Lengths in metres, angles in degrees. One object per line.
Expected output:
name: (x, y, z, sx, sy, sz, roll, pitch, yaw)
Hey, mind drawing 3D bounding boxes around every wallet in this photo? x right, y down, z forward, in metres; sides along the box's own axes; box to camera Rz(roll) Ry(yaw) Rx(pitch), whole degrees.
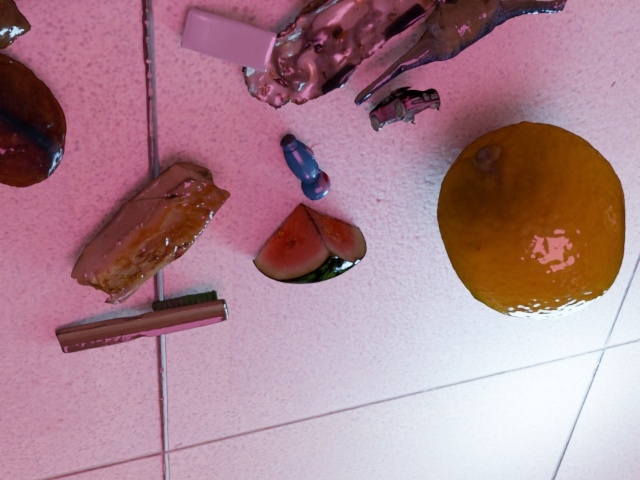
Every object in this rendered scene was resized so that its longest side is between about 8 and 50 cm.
wallet: (-0.124, -0.271, 1.373, 0.122, 0.025, 0.061, 16, 127, -7)

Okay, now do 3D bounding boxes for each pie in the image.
pie: (-0.263, -0.008, 1.552, 0.282, 0.068, 0.128, -44, 133, 18)

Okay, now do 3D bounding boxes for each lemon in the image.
lemon: (0.346, -0.028, 1.659, 0.335, 0.336, 0.336, -14, 135, -14)

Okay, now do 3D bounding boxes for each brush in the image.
brush: (-0.294, 0.132, 1.690, 0.282, 0.048, 0.054, -12, 133, -5)

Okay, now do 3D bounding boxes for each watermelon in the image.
watermelon: (0.002, 0.021, 1.685, 0.145, 0.193, 0.137, 23, 73, -41)

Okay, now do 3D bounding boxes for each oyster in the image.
oyster: (0.041, -0.295, 1.420, 0.345, 0.079, 0.129, -30, 123, 17)

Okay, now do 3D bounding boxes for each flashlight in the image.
flashlight: (-0.026, -0.113, 1.587, 0.051, 0.051, 0.129, -32, 133, 5)

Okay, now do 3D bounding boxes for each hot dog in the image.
hot dog: (-0.429, -0.156, 1.309, 0.160, 0.099, 0.227, -35, 138, 8)

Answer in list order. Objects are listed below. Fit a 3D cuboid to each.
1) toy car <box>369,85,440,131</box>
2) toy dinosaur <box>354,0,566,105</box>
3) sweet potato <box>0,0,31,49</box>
toy car: (0.125, -0.202, 1.531, 0.069, 0.055, 0.142, -16, 179, -24)
toy dinosaur: (0.200, -0.314, 1.488, 0.362, 0.076, 0.147, -28, 141, -3)
sweet potato: (-0.547, -0.257, 1.148, 0.422, 0.131, 0.131, -4, 132, -13)
